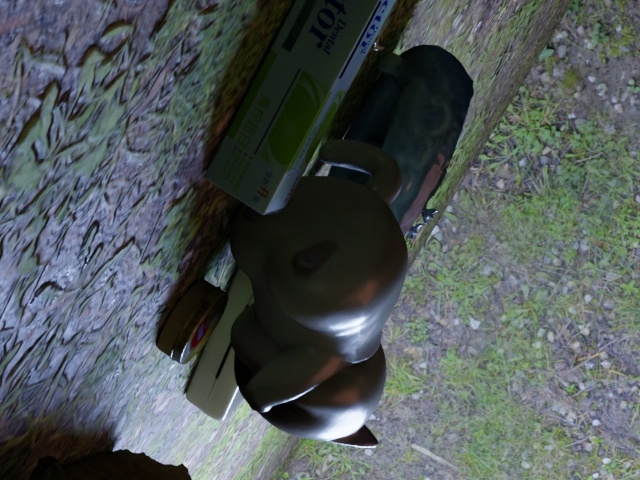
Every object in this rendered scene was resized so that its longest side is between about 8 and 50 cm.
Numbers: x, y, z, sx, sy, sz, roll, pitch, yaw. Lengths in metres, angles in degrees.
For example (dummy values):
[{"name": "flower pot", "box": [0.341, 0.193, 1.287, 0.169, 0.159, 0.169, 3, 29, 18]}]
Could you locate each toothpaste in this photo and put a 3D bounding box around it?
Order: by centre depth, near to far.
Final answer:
[{"name": "toothpaste", "box": [-0.003, -0.189, 1.362, 0.337, 0.081, 0.067, -61, 167, 16]}]

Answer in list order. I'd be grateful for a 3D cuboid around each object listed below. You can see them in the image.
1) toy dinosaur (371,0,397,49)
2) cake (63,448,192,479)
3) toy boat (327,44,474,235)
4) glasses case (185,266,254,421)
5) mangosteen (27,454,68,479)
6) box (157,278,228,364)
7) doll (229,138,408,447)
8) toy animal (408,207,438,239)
[{"name": "toy dinosaur", "box": [0.068, -0.282, 1.588, 0.162, 0.039, 0.126, -39, 150, -49]}, {"name": "cake", "box": [-0.231, 0.424, 1.634, 0.290, 0.255, 0.282, -62, 170, 1]}, {"name": "toy boat", "box": [0.079, -0.122, 1.854, 0.330, 0.123, 0.215, -60, -160, 3]}, {"name": "glasses case", "box": [-0.093, 0.109, 1.896, 0.131, 0.070, 0.313, -46, 165, -51]}, {"name": "mangosteen", "box": [-0.271, 0.387, 1.321, 0.300, 0.300, 0.300, -56, 171, -14]}, {"name": "box", "box": [-0.154, 0.098, 1.642, 0.105, 0.037, 0.105, -56, 171, -13]}, {"name": "doll", "box": [-0.007, 0.085, 1.656, 0.226, 0.215, 0.370, -23, 135, -45]}, {"name": "toy animal", "box": [0.122, -0.083, 2.393, 0.239, 0.176, 0.255, -54, -155, -3]}]
